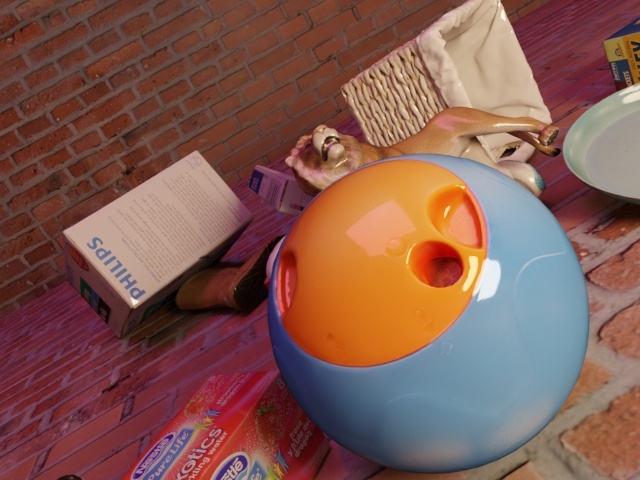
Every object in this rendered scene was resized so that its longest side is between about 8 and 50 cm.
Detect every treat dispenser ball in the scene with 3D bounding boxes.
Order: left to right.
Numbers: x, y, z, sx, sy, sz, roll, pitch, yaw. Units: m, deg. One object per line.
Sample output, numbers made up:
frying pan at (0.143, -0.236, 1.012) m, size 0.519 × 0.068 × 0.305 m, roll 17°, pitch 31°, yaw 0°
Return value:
treat dispenser ball at (0.093, 0.063, 0.489) m, size 0.288 × 0.288 × 0.288 m, roll -26°, pitch 18°, yaw 9°

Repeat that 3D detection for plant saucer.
plant saucer at (0.507, -0.141, 0.708) m, size 0.317 × 0.044 × 0.317 m, roll -21°, pitch 32°, yaw 14°

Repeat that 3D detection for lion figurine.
lion figurine at (0.161, -0.125, 0.789) m, size 0.392 × 0.142 × 0.240 m, roll -23°, pitch 45°, yaw -30°

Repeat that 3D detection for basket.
basket at (0.269, -0.291, 1.100) m, size 0.266 × 0.331 × 0.328 m, roll -13°, pitch 24°, yaw 46°

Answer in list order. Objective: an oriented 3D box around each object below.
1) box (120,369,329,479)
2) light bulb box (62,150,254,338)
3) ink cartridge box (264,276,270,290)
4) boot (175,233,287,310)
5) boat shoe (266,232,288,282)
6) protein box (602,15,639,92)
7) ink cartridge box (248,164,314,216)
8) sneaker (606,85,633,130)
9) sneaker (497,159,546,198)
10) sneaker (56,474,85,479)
box at (-0.119, 0.265, 0.527) m, size 0.128 × 0.123 × 0.257 m, roll -15°, pitch 23°, yaw 40°
light bulb box at (-0.411, 0.020, 1.291) m, size 0.361 × 0.225 × 0.358 m, roll -42°, pitch 1°, yaw -32°
ink cartridge box at (-0.034, 0.060, 1.049) m, size 0.135 × 0.056 × 0.099 m, roll -23°, pitch 20°, yaw 20°
boot at (-0.194, 0.075, 1.205) m, size 0.236 × 0.089 × 0.269 m, roll -41°, pitch 19°, yaw -34°
boat shoe at (0.032, -0.005, 0.813) m, size 0.258 × 0.095 × 0.084 m, roll -36°, pitch 15°, yaw -17°
protein box at (0.707, -0.383, 0.990) m, size 0.201 × 0.136 × 0.200 m, roll -34°, pitch 19°, yaw -15°
ink cartridge box at (0.041, -0.066, 1.036) m, size 0.324 × 0.330 × 0.071 m, roll -145°, pitch 73°, yaw -71°
sneaker at (0.521, -0.189, 0.868) m, size 0.208 × 0.081 × 0.094 m, roll -40°, pitch 28°, yaw -12°
sneaker at (0.286, -0.078, 0.911) m, size 0.092 × 0.087 × 0.228 m, roll -48°, pitch 21°, yaw -23°
sneaker at (-0.309, 0.379, 0.512) m, size 0.108 × 0.121 × 0.302 m, roll -23°, pitch 19°, yaw 20°
